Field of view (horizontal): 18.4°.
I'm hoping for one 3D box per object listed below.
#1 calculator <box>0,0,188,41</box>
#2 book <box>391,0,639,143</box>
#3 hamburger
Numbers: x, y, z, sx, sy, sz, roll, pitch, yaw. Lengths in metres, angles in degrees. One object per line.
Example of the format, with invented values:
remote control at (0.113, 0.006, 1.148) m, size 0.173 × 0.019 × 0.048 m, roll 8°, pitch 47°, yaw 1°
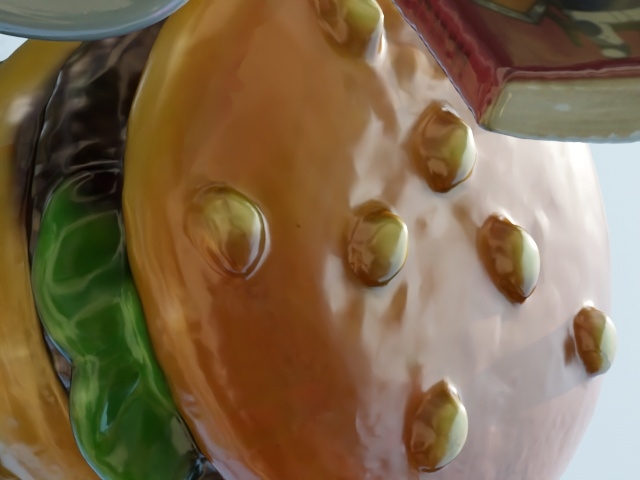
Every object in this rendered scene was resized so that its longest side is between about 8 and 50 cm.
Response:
calculator at (-0.176, -0.203, 0.902) m, size 0.298 × 0.041 × 0.185 m, roll 27°, pitch -88°, yaw -4°
book at (0.069, -0.095, 0.485) m, size 0.162 × 0.022 × 0.232 m, roll -1°, pitch -142°, yaw -22°
hamburger at (0.000, 0.000, 1.137) m, size 0.277 × 0.396 × 0.396 m, roll -13°, pitch -138°, yaw 43°
